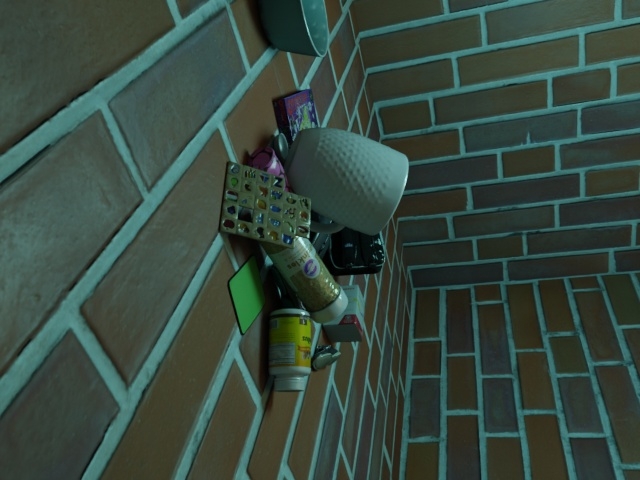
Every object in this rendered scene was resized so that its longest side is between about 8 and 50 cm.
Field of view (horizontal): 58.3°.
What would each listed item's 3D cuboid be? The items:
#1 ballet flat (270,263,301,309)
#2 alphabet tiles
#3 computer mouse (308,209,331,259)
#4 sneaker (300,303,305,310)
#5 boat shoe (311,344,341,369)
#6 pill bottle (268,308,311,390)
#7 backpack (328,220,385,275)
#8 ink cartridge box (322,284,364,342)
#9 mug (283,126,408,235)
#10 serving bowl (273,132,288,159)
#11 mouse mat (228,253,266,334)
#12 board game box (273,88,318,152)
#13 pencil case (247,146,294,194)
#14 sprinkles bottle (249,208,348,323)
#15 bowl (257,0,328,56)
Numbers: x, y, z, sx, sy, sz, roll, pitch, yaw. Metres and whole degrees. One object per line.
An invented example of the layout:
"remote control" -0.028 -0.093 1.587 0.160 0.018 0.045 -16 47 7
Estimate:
"ballet flat" -0.086 0.154 1.678 0.068 0.072 0.213 -28 114 -31
"alphabet tiles" -0.132 -0.085 1.453 0.237 0.009 0.198 15 61 -24
"computer mouse" 0.000 0.000 2.049 0.188 0.072 0.272 59 29 -53
"sneaker" -0.063 0.216 1.760 0.118 0.067 0.042 68 23 -43
"boat shoe" 0.005 0.397 1.982 0.065 0.075 0.206 44 11 20
"pill bottle" -0.084 0.301 1.568 0.117 0.117 0.215 45 41 -65
"backpack" 0.131 0.010 2.240 0.191 0.225 0.254 105 -20 -72
"ink cartridge box" 0.090 0.274 2.154 0.127 0.128 0.176 67 24 -46
"mug" 0.039 -0.166 1.786 0.276 0.328 0.374 -84 -160 -47
"serving bowl" -0.128 -0.292 1.798 0.083 0.027 0.083 -7 90 -74
"mouse mat" -0.186 0.136 1.481 0.190 0.007 0.153 -55 136 -64
"board game box" -0.073 -0.408 2.000 0.347 0.056 0.208 -56 133 -65
"pencil case" -0.136 -0.159 1.623 0.098 0.095 0.209 -57 143 -27
"sprinkles bottle" -0.058 0.067 1.582 0.355 0.121 0.121 56 27 -25
"bowl" -0.093 -0.732 1.838 0.311 0.163 0.312 -7 90 -74
